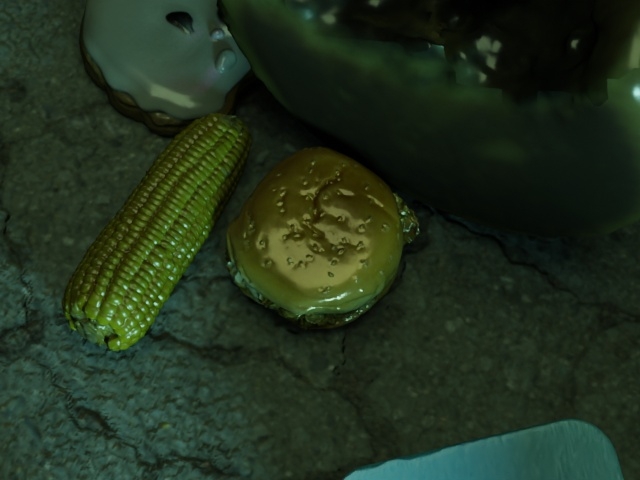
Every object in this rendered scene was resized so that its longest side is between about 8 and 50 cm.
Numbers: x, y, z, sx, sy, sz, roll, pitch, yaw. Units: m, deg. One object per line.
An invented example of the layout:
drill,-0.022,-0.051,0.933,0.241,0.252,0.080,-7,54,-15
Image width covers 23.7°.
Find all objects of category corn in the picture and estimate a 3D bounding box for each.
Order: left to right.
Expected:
corn,-0.132,-0.012,1.250,0.080,0.080,0.231,25,61,8

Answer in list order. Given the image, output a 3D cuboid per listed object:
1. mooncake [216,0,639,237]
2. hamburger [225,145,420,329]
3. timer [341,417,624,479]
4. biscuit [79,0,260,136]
mooncake,0.122,-0.195,1.191,0.394,0.393,0.246,38,63,-10
hamburger,0.000,0.000,1.253,0.138,0.083,0.147,37,68,9
timer,0.134,0.276,1.118,0.231,0.091,0.250,-12,68,-12
biscuit,-0.118,-0.196,1.364,0.181,0.049,0.208,36,67,12
